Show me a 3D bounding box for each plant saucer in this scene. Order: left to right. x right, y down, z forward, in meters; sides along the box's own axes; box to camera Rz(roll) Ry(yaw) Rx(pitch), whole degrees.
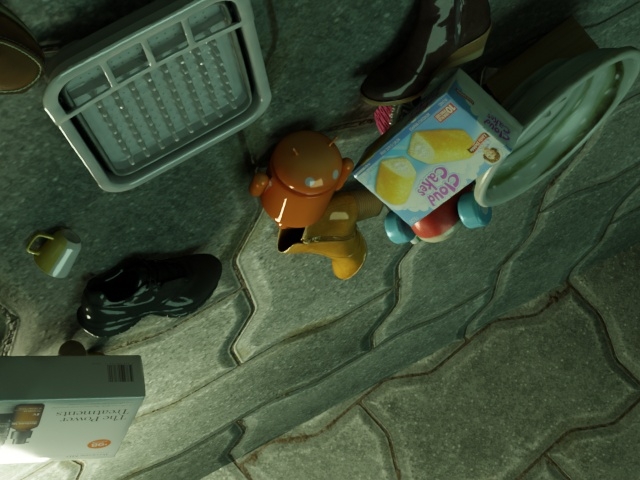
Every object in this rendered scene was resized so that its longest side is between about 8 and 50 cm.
[{"bbox_3d":[0.420,-0.232,1.838,0.400,0.100,0.400,-36,161,-14],"label":"plant saucer"}]

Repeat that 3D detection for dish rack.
[{"bbox_3d":[-0.216,-0.210,1.314,0.285,0.072,0.333,-31,159,-7],"label":"dish rack"}]

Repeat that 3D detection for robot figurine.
[{"bbox_3d":[-0.036,-0.106,1.717,0.219,0.158,0.128,115,-4,-55],"label":"robot figurine"}]

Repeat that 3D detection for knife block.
[{"bbox_3d":[0.389,-0.300,1.940,0.242,0.088,0.275,-20,156,-31],"label":"knife block"}]

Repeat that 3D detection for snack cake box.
[{"bbox_3d":[0.198,-0.155,1.691,0.264,0.152,0.089,-39,-166,43],"label":"snack cake box"}]

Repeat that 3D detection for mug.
[{"bbox_3d":[-0.416,0.016,1.551,0.064,0.062,0.078,-50,161,20],"label":"mug"}]

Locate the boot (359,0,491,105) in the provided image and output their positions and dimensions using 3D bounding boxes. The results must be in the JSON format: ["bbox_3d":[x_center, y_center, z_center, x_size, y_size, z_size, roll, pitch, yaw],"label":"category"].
[{"bbox_3d":[0.164,-0.341,1.585,0.248,0.090,0.207,-28,147,-9],"label":"boot"}]

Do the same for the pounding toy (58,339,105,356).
[{"bbox_3d":[-0.491,0.280,2.004,0.183,0.110,0.237,-30,133,14],"label":"pounding toy"}]

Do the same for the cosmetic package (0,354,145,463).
[{"bbox_3d":[-0.545,0.320,1.828,0.377,0.097,0.284,2,147,-24],"label":"cosmetic package"}]

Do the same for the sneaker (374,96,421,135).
[{"bbox_3d":[0.146,-0.239,1.767,0.075,0.063,0.170,-19,151,-16],"label":"sneaker"}]

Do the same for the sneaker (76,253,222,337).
[{"bbox_3d":[-0.305,0.083,1.798,0.286,0.109,0.130,-23,151,-29],"label":"sneaker"}]

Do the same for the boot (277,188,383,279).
[{"bbox_3d":[0.001,0.000,2.066,0.211,0.104,0.295,-15,148,-27],"label":"boot"}]

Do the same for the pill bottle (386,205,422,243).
[{"bbox_3d":[0.260,-0.094,2.174,0.208,0.117,0.117,-36,159,8],"label":"pill bottle"}]

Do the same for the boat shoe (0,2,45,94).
[{"bbox_3d":[-0.412,-0.195,1.002,0.122,0.120,0.324,-40,158,20],"label":"boat shoe"}]

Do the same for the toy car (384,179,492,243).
[{"bbox_3d":[0.204,-0.138,1.966,0.219,0.210,0.238,-12,135,38],"label":"toy car"}]
